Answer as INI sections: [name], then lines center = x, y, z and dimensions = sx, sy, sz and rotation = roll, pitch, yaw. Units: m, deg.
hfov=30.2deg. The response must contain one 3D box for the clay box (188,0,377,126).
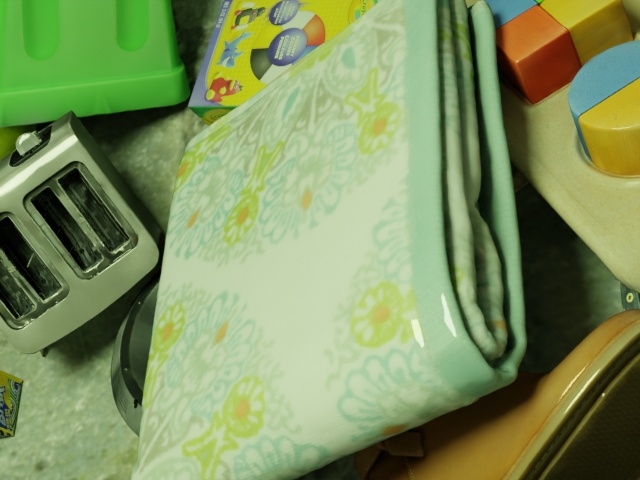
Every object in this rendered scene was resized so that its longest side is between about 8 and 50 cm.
[clay box]
center = -0.009, -0.171, 1.122
dimensions = 0.222, 0.053, 0.128
rotation = 2, 66, 33

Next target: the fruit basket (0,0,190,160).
[fruit basket]
center = -0.340, -0.199, 1.258
dimensions = 0.392, 0.282, 0.392
rotation = 24, 119, 51

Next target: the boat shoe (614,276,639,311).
[boat shoe]
center = 0.233, 0.015, 0.862
dimensions = 0.083, 0.065, 0.183
rotation = -49, 51, -3

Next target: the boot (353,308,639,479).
[boot]
center = 0.113, 0.107, 0.822
dimensions = 0.220, 0.109, 0.283
rotation = 59, 135, 45

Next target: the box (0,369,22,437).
[box]
center = -0.376, 0.167, 1.159
dimensions = 0.168, 0.054, 0.059
rotation = -13, 58, 26

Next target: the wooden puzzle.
[wooden puzzle]
center = 0.266, -0.162, 0.879
dimensions = 0.322, 0.080, 0.348
rotation = -32, 45, 0

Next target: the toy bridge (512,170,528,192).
[toy bridge]
center = 0.164, -0.087, 0.987
dimensions = 0.063, 0.026, 0.188
rotation = 26, 80, 36

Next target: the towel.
[towel]
center = 0.000, 0.000, 0.892
dimensions = 0.320, 0.090, 0.375
rotation = -33, 39, 36

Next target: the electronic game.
[electronic game]
center = -0.082, 0.081, 1.030
dimensions = 0.229, 0.048, 0.229
rotation = -15, 50, 19

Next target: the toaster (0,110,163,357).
[toaster]
center = -0.247, 0.000, 1.091
dimensions = 0.168, 0.186, 0.110
rotation = -35, 12, 0
